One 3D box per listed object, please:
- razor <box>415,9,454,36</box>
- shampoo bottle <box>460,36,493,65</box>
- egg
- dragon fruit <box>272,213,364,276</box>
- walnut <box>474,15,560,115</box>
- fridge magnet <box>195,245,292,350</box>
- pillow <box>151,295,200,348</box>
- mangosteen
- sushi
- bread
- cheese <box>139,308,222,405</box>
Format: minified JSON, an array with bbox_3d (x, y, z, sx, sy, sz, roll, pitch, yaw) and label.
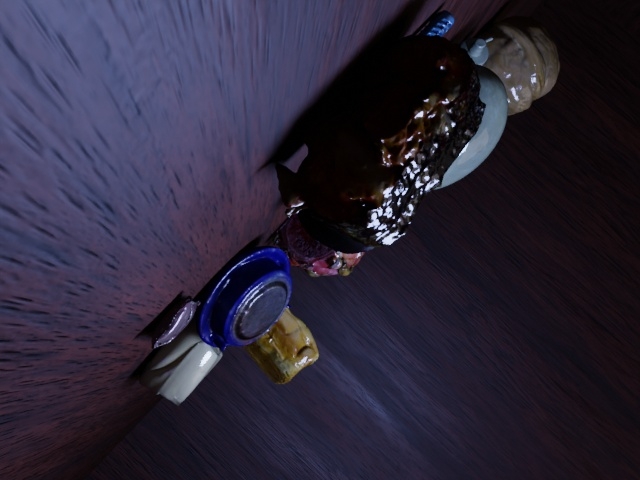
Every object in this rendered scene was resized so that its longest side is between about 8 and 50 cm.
[{"bbox_3d":[0.129,-0.285,1.139,0.253,0.042,0.082,-47,176,-10],"label":"razor"},{"bbox_3d":[0.402,-0.491,1.926,0.085,0.085,0.262,-46,177,-11],"label":"shampoo bottle"},{"bbox_3d":[0.300,-0.274,1.696,0.352,0.258,0.258,-44,179,20],"label":"egg"},{"bbox_3d":[0.000,0.000,1.710,0.282,0.211,0.147,-29,168,10],"label":"dragon fruit"},{"bbox_3d":[0.569,-0.528,2.081,0.296,0.285,0.285,-32,173,-17],"label":"walnut"},{"bbox_3d":[-0.162,0.130,1.537,0.265,0.112,0.265,-38,147,-29],"label":"fridge magnet"},{"bbox_3d":[-0.274,0.152,1.305,0.118,0.043,0.185,-52,-178,-11],"label":"pillow"},{"bbox_3d":[0.064,-0.098,1.380,0.211,0.211,0.250,99,14,-86],"label":"mangosteen"},{"bbox_3d":[0.083,-0.145,1.021,0.343,0.196,0.182,-51,139,-5],"label":"sushi"},{"bbox_3d":[-0.136,0.214,1.733,0.132,0.294,0.167,-39,174,-35],"label":"bread"},{"bbox_3d":[-0.320,0.282,1.667,0.233,0.127,0.266,-49,-179,-14],"label":"cheese"}]
